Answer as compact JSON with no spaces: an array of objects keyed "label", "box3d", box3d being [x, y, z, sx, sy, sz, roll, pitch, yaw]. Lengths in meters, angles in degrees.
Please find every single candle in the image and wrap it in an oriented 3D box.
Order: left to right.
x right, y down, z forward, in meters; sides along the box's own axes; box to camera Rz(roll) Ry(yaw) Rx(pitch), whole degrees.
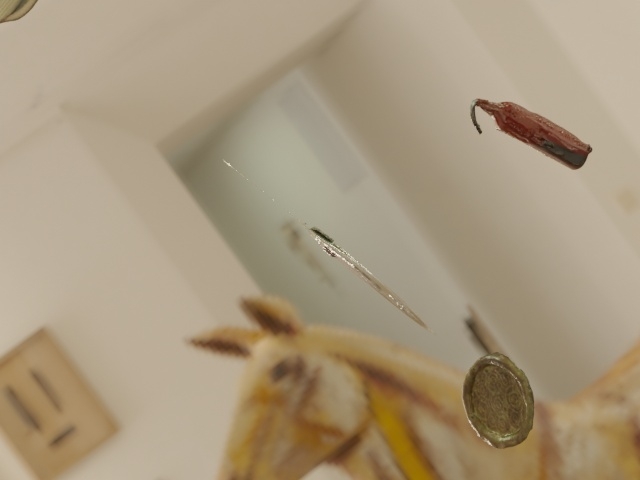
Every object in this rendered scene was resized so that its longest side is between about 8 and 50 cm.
[{"label":"candle","box3d":[0.243,-0.128,2.070,0.048,0.162,0.053,-47,25,40]}]

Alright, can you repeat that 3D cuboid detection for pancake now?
[{"label":"pancake","box3d":[0.206,0.185,2.021,0.011,0.115,0.115,-14,-15,-44]}]

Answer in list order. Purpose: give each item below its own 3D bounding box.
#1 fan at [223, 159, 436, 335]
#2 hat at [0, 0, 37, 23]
[{"label":"fan","box3d":[-0.001,0.001,1.838,0.010,0.310,0.182,-49,-28,-4]},{"label":"hat","box3d":[-0.341,-0.345,1.737,0.226,0.219,0.164,-38,-38,3]}]
